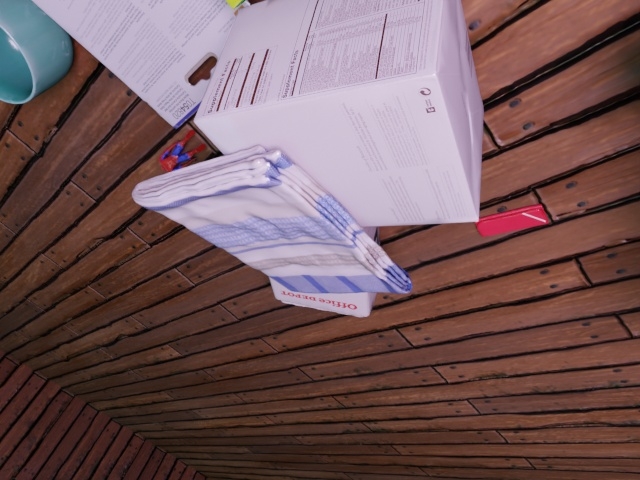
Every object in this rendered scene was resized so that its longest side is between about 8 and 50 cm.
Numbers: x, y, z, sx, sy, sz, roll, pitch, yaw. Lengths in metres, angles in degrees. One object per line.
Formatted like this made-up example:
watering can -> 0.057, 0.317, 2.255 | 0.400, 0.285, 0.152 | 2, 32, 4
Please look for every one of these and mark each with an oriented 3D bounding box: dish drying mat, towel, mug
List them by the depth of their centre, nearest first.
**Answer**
towel -> -0.043, 0.002, 0.512 | 0.209, 0.034, 0.285 | -5, 150, 36
mug -> -0.396, -0.254, 0.574 | 0.158, 0.097, 0.129 | 10, 138, 17
dish drying mat -> 0.243, -0.024, 0.582 | 0.083, 0.008, 0.032 | -15, 127, 36

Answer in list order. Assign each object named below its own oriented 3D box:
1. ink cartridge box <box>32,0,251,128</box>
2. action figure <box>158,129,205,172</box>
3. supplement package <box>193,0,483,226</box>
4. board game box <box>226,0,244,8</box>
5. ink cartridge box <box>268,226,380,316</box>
ink cartridge box -> -0.186, -0.261, 0.505 | 0.223, 0.045, 0.224 | -22, 125, 40
action figure -> -0.209, -0.126, 0.674 | 0.115, 0.030, 0.038 | -19, 118, 44
supplement package -> 0.036, -0.121, 0.435 | 0.203, 0.149, 0.194 | -2, 151, 27
board game box -> -0.013, -0.277, 0.371 | 0.181, 0.092, 0.043 | -22, 120, 40
ink cartridge box -> 0.000, 0.000, 0.658 | 0.160, 0.092, 0.219 | 9, 138, 18
